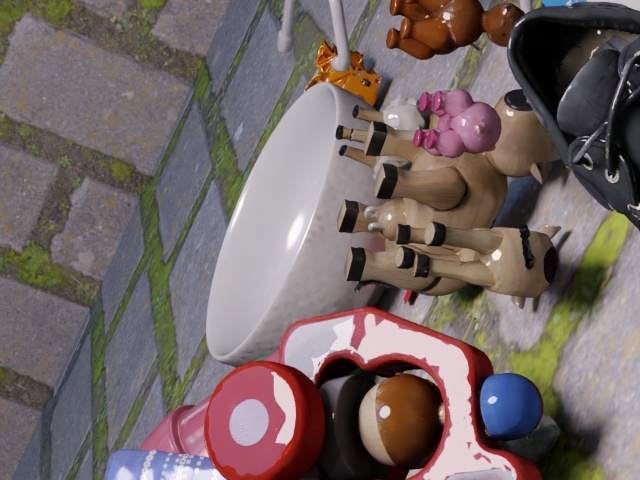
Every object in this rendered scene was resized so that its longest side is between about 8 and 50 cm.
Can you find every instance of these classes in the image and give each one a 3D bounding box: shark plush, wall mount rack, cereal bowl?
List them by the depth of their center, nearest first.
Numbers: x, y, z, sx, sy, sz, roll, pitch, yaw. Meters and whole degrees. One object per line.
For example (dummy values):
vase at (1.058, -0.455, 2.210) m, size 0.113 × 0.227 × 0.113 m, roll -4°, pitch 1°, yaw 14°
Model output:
shark plush at (0.133, 0.197, 1.189) m, size 0.067 × 0.073 × 0.161 m, roll 42°, pitch 107°, yaw 39°
wall mount rack at (0.077, -0.269, 1.622) m, size 0.304 × 0.350 × 0.130 m, roll -132°, pitch 31°, yaw -70°
cereal bowl at (0.000, 0.000, 1.690) m, size 0.339 × 0.141 × 0.339 m, roll -58°, pitch 19°, yaw 33°

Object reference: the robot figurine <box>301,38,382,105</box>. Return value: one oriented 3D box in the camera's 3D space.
robot figurine at (-0.015, -0.113, 1.976) m, size 0.291 × 0.085 × 0.211 m, roll -64°, pitch 16°, yaw 13°

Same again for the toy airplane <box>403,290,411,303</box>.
toy airplane at (0.116, 0.003, 1.520) m, size 0.151 × 0.028 × 0.151 m, roll -56°, pitch 20°, yaw 32°

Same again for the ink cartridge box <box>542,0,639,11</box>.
ink cartridge box at (0.280, -0.234, 1.106) m, size 0.134 × 0.078 × 0.231 m, roll -31°, pitch -3°, yaw -29°

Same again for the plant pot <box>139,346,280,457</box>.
plant pot at (-0.046, 0.204, 1.432) m, size 0.180 × 0.201 × 0.201 m, roll -47°, pitch 22°, yaw 14°

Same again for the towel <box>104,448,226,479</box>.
towel at (-0.065, 0.315, 1.282) m, size 0.336 × 0.040 × 0.243 m, roll 4°, pitch 73°, yaw 25°

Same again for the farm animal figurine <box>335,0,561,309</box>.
farm animal figurine at (0.133, -0.048, 1.320) m, size 0.326 × 0.172 × 0.330 m, roll 118°, pitch 156°, yaw -54°

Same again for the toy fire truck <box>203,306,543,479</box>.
toy fire truck at (0.057, 0.198, 1.126) m, size 0.254 × 0.169 × 0.302 m, roll -12°, pitch 68°, yaw 31°

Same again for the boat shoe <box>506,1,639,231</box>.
boat shoe at (0.198, -0.081, 0.943) m, size 0.127 × 0.113 × 0.340 m, roll -62°, pitch 18°, yaw 23°

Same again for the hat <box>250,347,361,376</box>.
hat at (0.005, 0.213, 1.560) m, size 0.208 × 0.173 × 0.183 m, roll 97°, pitch 155°, yaw -72°
